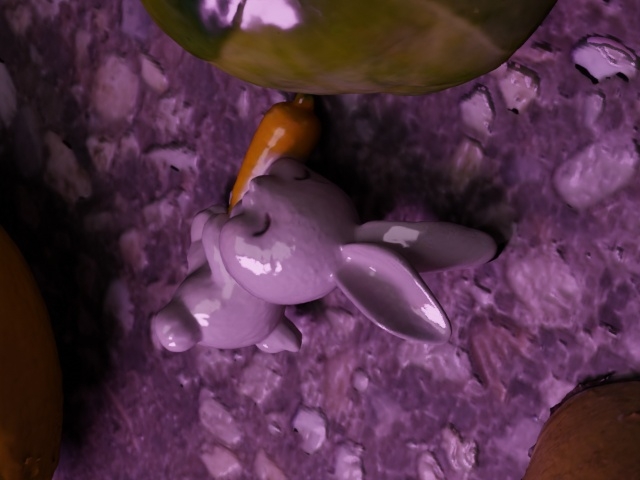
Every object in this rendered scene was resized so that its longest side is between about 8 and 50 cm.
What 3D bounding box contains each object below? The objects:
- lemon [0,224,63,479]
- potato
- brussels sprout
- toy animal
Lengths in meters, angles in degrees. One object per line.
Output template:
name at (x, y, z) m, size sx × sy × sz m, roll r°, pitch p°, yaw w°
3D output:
lemon at (-0.285, 0.086, 1.189) m, size 0.245 × 0.245 × 0.320 m, roll -21°, pitch 98°, yaw 40°
potato at (0.158, 0.174, 0.971) m, size 0.202 × 0.117 × 0.182 m, roll -3°, pitch 106°, yaw 37°
brussels sprout at (0.000, -0.186, 0.914) m, size 0.271 × 0.210 × 0.219 m, roll 47°, pitch 124°, yaw 34°
toy animal at (0.000, 0.000, 1.060) m, size 0.127 × 0.131 × 0.182 m, roll 40°, pitch 141°, yaw -20°
